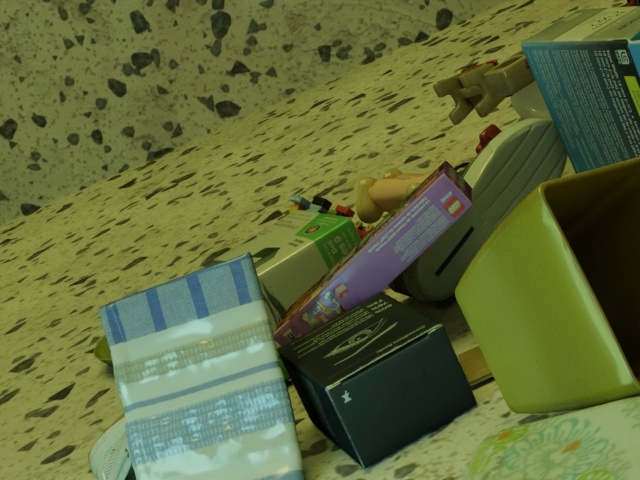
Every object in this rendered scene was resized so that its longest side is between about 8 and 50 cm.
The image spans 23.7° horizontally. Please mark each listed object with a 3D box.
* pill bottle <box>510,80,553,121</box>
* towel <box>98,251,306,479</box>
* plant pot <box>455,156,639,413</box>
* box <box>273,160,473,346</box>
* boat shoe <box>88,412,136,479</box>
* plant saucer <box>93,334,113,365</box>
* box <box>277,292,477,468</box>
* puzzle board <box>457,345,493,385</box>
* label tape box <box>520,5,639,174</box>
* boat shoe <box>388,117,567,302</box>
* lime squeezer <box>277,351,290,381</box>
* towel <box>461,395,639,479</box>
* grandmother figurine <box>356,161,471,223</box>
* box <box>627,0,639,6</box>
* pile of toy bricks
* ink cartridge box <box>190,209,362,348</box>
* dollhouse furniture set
[{"bbox_3d":[0.414,-0.287,2.618,0.121,0.121,0.216,-15,19,34],"label":"pill bottle"},{"bbox_3d":[-0.137,0.176,1.720,0.209,0.285,0.034,-19,-15,19],"label":"towel"},{"bbox_3d":[0.264,0.062,1.509,0.212,0.212,0.187,-15,-15,-43],"label":"plant pot"},{"bbox_3d":[0.070,0.023,1.931,0.293,0.057,0.201,-44,2,9],"label":"box"},{"bbox_3d":[-0.172,0.217,1.809,0.277,0.098,0.096,-53,43,26],"label":"boat shoe"},{"bbox_3d":[-0.244,0.139,2.413,0.241,0.037,0.241,-23,16,7],"label":"plant saucer"},{"bbox_3d":[0.060,0.155,1.740,0.153,0.108,0.207,-28,16,-10],"label":"box"},{"bbox_3d":[0.224,0.127,1.760,0.128,0.011,0.096,-24,14,4],"label":"puzzle board"},{"bbox_3d":[0.425,-0.170,1.966,0.115,0.249,0.347,-30,16,-17],"label":"label tape box"},{"bbox_3d":[0.205,-0.052,2.101,0.335,0.121,0.119,-44,25,-22],"label":"boat shoe"},{"bbox_3d":[-0.085,0.184,1.975,0.310,0.059,0.110,-25,15,0],"label":"lime squeezer"},{"bbox_3d":[0.263,0.221,1.237,0.374,0.090,0.320,-17,18,29],"label":"towel"},{"bbox_3d":[0.222,-0.082,2.299,0.342,0.104,0.208,-5,19,47],"label":"grandmother figurine"},{"bbox_3d":[0.530,-0.296,2.296,0.036,0.207,0.114,-14,19,38],"label":"box"},{"bbox_3d":[0.000,0.000,2.399,0.212,0.118,0.105,17,77,56],"label":"pile of toy bricks"},{"bbox_3d":[-0.087,0.080,2.196,0.289,0.121,0.211,-31,16,-19],"label":"ink cartridge box"},{"bbox_3d":[0.364,-0.213,2.337,0.152,0.201,0.374,-33,11,-24],"label":"dollhouse furniture set"}]
